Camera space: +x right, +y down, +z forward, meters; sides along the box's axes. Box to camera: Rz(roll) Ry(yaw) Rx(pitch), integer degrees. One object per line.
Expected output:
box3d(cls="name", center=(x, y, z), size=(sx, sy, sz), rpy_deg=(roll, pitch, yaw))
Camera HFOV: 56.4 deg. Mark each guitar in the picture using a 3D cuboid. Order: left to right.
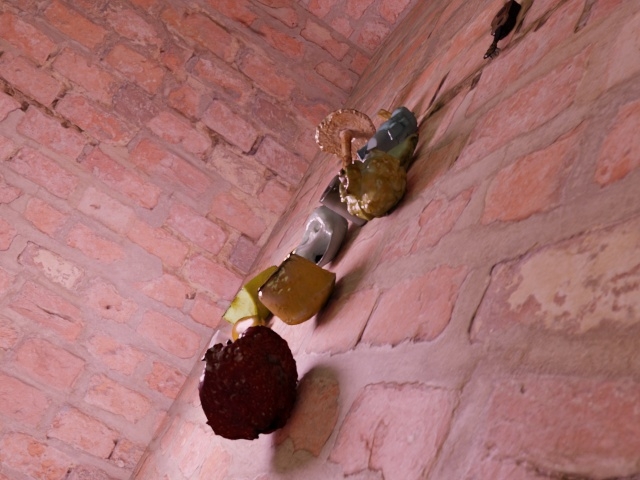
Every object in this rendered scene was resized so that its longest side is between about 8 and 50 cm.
box3d(cls="guitar", center=(0.454, -0.522, 1.503), size=(0.084, 0.038, 0.271), rpy_deg=(-47, 12, 48))

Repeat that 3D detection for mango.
box3d(cls="mango", center=(-0.257, 0.328, 2.152), size=(0.089, 0.111, 0.163), rpy_deg=(-14, -2, -42))

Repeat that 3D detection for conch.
box3d(cls="conch", center=(0.005, 0.001, 1.837), size=(0.221, 0.121, 0.185), rpy_deg=(-63, 13, 9))
box3d(cls="conch", center=(0.220, -0.228, 1.657), size=(0.170, 0.079, 0.106), rpy_deg=(-52, 25, 12))

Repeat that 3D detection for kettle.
box3d(cls="kettle", center=(0.088, -0.119, 1.732), size=(0.127, 0.148, 0.098), rpy_deg=(-48, 12, 49))

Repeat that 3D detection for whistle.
box3d(cls="whistle", center=(0.205, -0.304, 1.765), size=(0.274, 0.093, 0.186), rpy_deg=(-48, 10, -31))

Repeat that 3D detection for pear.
box3d(cls="pear", center=(-0.226, 0.212, 2.284), size=(0.239, 0.139, 0.288), rpy_deg=(-49, -1, -41))

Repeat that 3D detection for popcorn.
box3d(cls="popcorn", center=(0.126, -0.149, 1.542), size=(0.198, 0.212, 0.198), rpy_deg=(-15, 70, 51))

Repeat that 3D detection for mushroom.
box3d(cls="mushroom", center=(0.124, -0.341, 2.252), size=(0.208, 0.302, 0.233), rpy_deg=(-11, -25, -36))

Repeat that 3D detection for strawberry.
box3d(cls="strawberry", center=(-0.156, 0.346, 1.388), size=(0.274, 0.220, 0.274), rpy_deg=(-40, -33, -33))

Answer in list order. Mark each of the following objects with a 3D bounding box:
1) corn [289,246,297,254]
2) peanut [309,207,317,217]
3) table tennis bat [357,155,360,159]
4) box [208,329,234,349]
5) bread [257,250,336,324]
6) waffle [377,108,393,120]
box3d(cls="corn", center=(-0.096, 0.116, 2.043), size=(0.093, 0.093, 0.244), rpy_deg=(-49, 14, 38))
box3d(cls="peanut", center=(-0.023, -0.106, 2.512), size=(0.037, 0.037, 0.083), rpy_deg=(-46, 17, 47))
box3d(cls="table tennis bat", center=(0.217, -0.253, 1.904), size=(0.169, 0.119, 0.107), rpy_deg=(-20, 13, 20))
box3d(cls="box", center=(-0.355, 0.419, 2.257), size=(0.051, 0.129, 0.130), rpy_deg=(-54, 11, 22))
box3d(cls="bread", center=(-0.059, 0.133, 1.611), size=(0.197, 0.170, 0.197), rpy_deg=(-53, -1, -2))
box3d(cls="waffle", center=(0.277, -0.371, 1.972), size=(0.032, 0.125, 0.191), rpy_deg=(-54, 45, 9))
